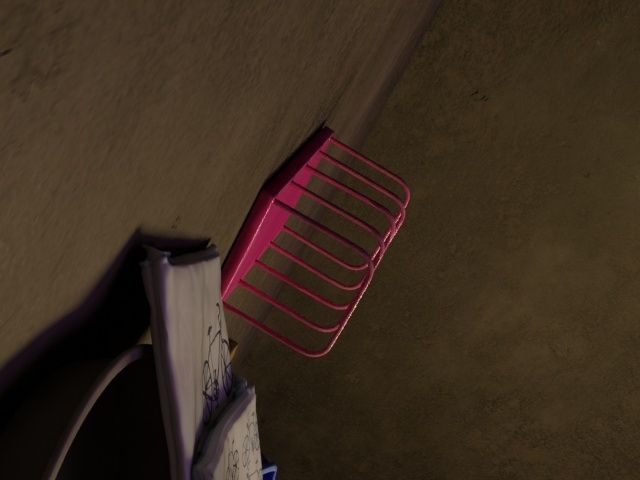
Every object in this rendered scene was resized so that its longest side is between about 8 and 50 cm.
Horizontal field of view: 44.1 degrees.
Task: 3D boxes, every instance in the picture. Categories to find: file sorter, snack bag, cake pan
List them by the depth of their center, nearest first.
[{"bbox_3d":[-0.174,0.214,0.559,0.293,0.054,0.294,9,90,-83],"label":"cake pan"},{"bbox_3d":[-0.091,0.168,0.712,0.323,0.037,0.343,-50,132,-89],"label":"snack bag"},{"bbox_3d":[0.000,0.000,1.151,0.202,0.182,0.291,-60,178,29],"label":"file sorter"}]

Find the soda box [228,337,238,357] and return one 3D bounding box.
[{"bbox_3d":[-0.206,0.233,1.291,0.181,0.058,0.061,-58,177,-35],"label":"soda box"}]

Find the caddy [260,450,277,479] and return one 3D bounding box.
[{"bbox_3d":[-0.190,0.404,1.243,0.241,0.179,0.341,-30,161,-17],"label":"caddy"}]
